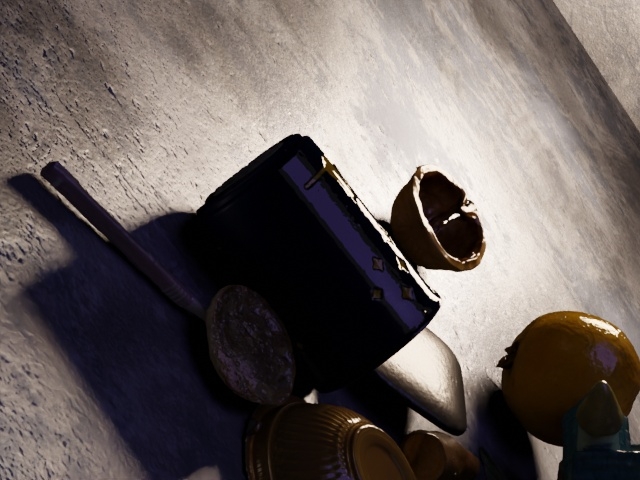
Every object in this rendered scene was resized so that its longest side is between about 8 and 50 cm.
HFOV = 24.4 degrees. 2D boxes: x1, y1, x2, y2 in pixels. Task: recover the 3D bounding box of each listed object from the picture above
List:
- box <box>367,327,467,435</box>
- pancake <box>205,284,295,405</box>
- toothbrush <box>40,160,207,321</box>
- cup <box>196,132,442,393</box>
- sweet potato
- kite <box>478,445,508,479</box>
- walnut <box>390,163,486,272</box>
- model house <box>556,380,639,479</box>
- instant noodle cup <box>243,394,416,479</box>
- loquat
[{"bbox_3d":[0.111,0.152,1.881,0.201,0.042,0.212,40,22,-21],"label":"box"},{"bbox_3d":[-0.073,0.113,1.580,0.139,0.022,0.140,36,39,-37],"label":"pancake"},{"bbox_3d":[-0.164,0.045,1.543,0.354,0.024,0.029,47,35,-25],"label":"toothbrush"},{"bbox_3d":[-0.015,0.020,1.725,0.256,0.178,0.255,53,-9,-7],"label":"cup"},{"bbox_3d":[0.142,0.274,1.806,0.077,0.077,0.243,68,11,19],"label":"sweet potato"},{"bbox_3d":[0.240,0.368,1.948,0.250,0.012,0.229,30,36,-44],"label":"kite"},{"bbox_3d":[0.155,-0.021,2.141,0.211,0.087,0.167,-12,79,-62],"label":"walnut"},{"bbox_3d":[0.406,0.313,1.938,0.267,0.194,0.325,-79,165,-56],"label":"model house"},{"bbox_3d":[0.036,0.269,1.582,0.274,0.090,0.274,42,30,-31],"label":"instant noodle cup"},{"bbox_3d":[0.358,0.197,2.135,0.208,0.208,0.208,43,29,-30],"label":"loquat"}]
